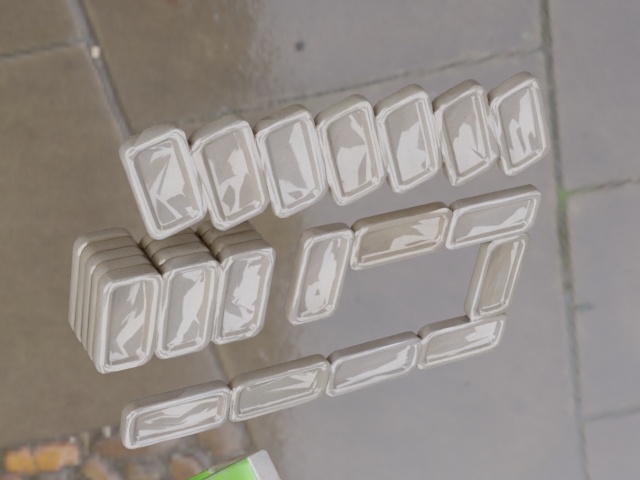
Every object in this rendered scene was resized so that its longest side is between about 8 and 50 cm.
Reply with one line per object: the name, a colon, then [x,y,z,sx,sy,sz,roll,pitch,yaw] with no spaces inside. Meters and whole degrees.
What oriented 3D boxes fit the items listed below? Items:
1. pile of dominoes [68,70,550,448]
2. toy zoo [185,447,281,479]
pile of dominoes: [0.000,0.000,0.713,0.251,0.040,0.196,-12,133,-28]
toy zoo: [-0.177,0.230,0.998,0.293,0.030,0.192,-26,175,-17]
